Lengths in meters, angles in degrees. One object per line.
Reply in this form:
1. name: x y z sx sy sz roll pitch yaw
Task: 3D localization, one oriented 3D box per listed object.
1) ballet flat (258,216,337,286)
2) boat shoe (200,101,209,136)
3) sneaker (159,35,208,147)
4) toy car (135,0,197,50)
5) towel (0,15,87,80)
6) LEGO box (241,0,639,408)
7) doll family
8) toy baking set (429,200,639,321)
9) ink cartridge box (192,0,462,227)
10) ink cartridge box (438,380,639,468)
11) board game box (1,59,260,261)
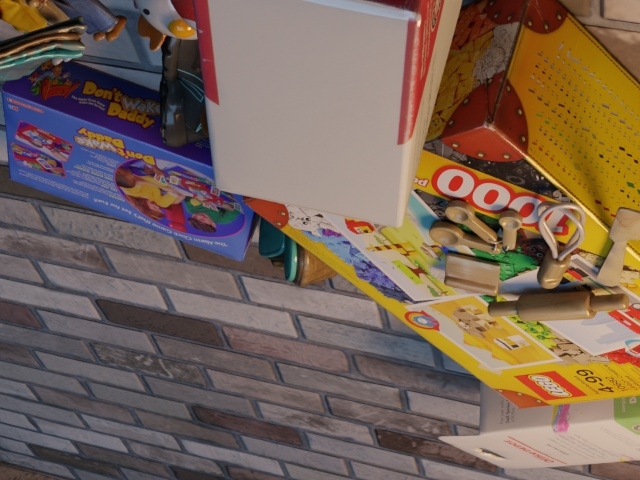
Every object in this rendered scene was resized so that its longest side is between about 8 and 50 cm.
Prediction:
1. ballet flat: 0.000 0.000 1.748 0.124 0.116 0.342 4 179 -9
2. boat shoe: -0.057 -0.185 1.512 0.073 0.073 0.207 5 146 -34
3. sneaker: -0.134 -0.205 1.587 0.106 0.101 0.267 -1 153 -6
4. toy car: -0.114 -0.246 1.314 0.219 0.210 0.238 20 145 -26
5. towel: -0.434 -0.138 1.363 0.271 0.370 0.040 2 113 64
6. LEGO box: 0.229 -0.022 1.546 0.500 0.193 0.372 37 147 -29
7. doll family: -0.306 -0.276 1.512 0.263 0.118 0.163 -10 140 44
8. toy baking set: 0.224 0.024 1.392 0.256 0.030 0.197 -2 145 33
9. ink cartridge box: 0.037 -0.250 1.058 0.160 0.385 0.279 12 152 8
10. ink cartridge box: 0.363 0.235 1.934 0.353 0.119 0.207 -12 152 37
11. board game box: -0.241 -0.108 1.818 0.347 0.078 0.233 20 152 0
